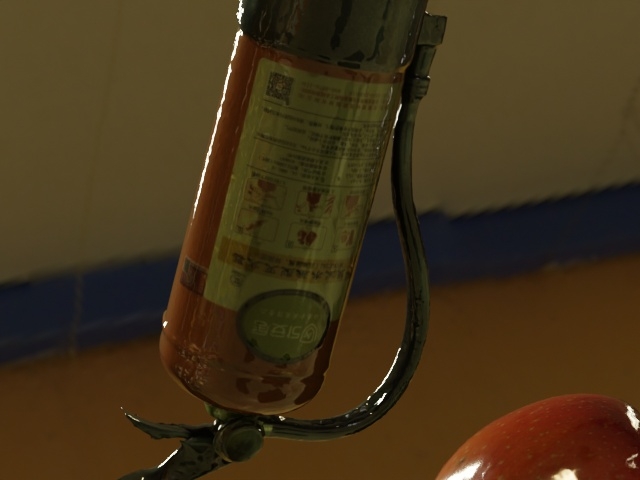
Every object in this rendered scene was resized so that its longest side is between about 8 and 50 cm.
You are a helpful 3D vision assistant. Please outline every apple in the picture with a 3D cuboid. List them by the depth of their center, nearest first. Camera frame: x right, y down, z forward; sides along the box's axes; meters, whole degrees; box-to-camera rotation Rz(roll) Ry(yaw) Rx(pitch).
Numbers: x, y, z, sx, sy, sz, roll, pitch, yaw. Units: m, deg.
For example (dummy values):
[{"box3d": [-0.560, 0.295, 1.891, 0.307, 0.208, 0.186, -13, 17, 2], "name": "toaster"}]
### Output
[{"box3d": [0.204, 0.242, 1.454, 0.216, 0.260, 0.260, -48, -36, 7], "name": "apple"}]

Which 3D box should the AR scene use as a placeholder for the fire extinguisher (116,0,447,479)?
[{"box3d": [0.000, 0.003, 1.258, 0.200, 0.113, 0.376, 13, -73, -11], "name": "fire extinguisher"}]
